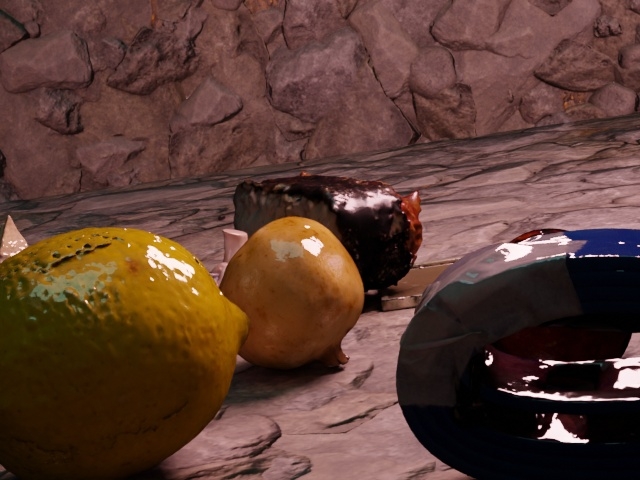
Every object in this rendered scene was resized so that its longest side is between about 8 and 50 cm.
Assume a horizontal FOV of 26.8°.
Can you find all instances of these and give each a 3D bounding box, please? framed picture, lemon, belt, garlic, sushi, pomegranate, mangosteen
[{"bbox_3d":[0.229,0.049,1.930,0.290,0.020,0.211,-8,11,3],"label":"framed picture"},{"bbox_3d":[-0.219,0.114,1.335,0.310,0.257,0.258,-17,13,-18],"label":"lemon"},{"bbox_3d":[0.241,0.102,1.138,0.347,0.212,0.117,-2,14,13],"label":"belt"},{"bbox_3d":[-0.566,0.049,2.216,0.267,0.148,0.128,0,-17,37],"label":"garlic"},{"bbox_3d":[0.000,0.000,1.960,0.182,0.196,0.343,-1,5,-32],"label":"sushi"},{"bbox_3d":[-0.031,0.076,1.622,0.196,0.196,0.196,-8,11,2],"label":"pomegranate"},{"bbox_3d":[0.234,0.081,1.422,0.200,0.199,0.200,-8,11,2],"label":"mangosteen"}]

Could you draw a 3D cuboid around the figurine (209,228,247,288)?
[{"bbox_3d":[-0.186,0.073,1.805,0.237,0.141,0.162,-14,9,-23],"label":"figurine"}]
